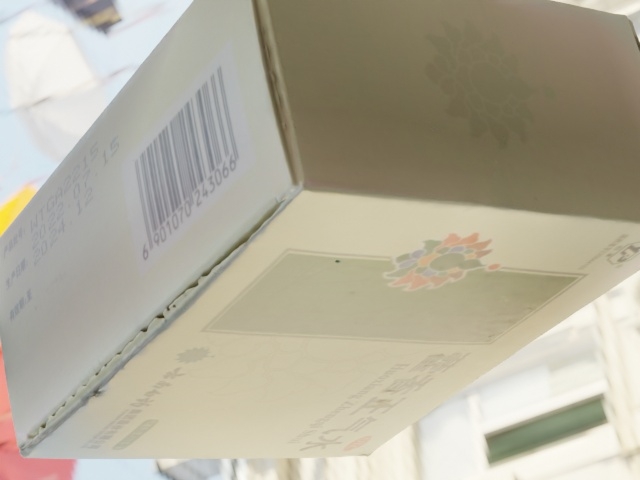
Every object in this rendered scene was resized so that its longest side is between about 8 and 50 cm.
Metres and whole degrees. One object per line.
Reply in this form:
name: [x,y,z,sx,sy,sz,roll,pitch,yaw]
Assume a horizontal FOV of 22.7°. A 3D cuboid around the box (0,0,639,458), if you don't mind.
box: [0.000,0.000,0.578,0.168,0.212,0.095,3,-120,-34]
